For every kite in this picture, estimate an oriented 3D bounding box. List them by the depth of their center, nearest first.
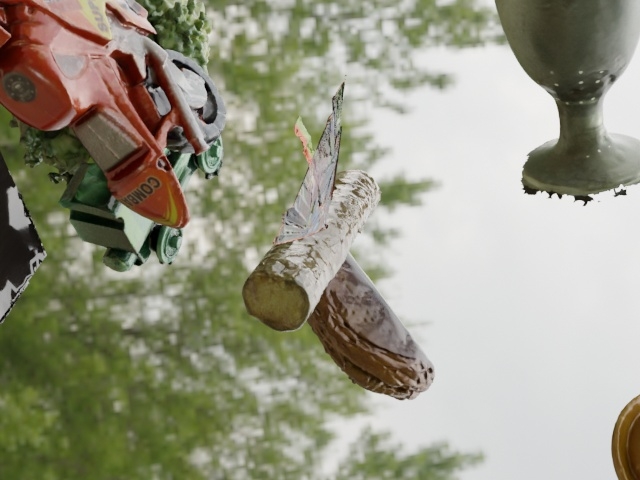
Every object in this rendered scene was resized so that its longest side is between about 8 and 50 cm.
[{"bbox_3d":[-0.007,-0.058,1.260,0.159,0.010,0.190,80,26,-53],"label":"kite"}]

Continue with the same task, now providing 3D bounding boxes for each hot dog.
[{"bbox_3d":[0.042,0.099,1.767,0.227,0.099,0.160,56,-3,15],"label":"hot dog"}]

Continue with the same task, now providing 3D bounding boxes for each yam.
[{"bbox_3d":[0.000,0.000,1.381,0.299,0.066,0.066,-53,146,-63],"label":"yam"}]

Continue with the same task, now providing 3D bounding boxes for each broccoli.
[{"bbox_3d":[-0.244,-0.220,1.610,0.302,0.249,0.375,-165,-121,-72],"label":"broccoli"}]

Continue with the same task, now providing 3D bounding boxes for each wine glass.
[{"bbox_3d":[0.305,-0.238,1.759,0.190,0.190,0.357,-131,-151,-61],"label":"wine glass"}]

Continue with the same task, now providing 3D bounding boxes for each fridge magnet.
[{"bbox_3d":[0.343,0.206,1.394,0.063,0.143,0.143,126,-45,-57],"label":"fridge magnet"}]

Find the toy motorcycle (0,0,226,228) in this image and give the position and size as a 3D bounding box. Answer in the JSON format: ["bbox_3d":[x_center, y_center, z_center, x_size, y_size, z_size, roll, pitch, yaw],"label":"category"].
[{"bbox_3d":[-0.196,-0.143,1.095,0.089,0.298,0.171,-35,-152,33],"label":"toy motorcycle"}]

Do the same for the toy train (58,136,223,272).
[{"bbox_3d":[-0.163,-0.071,1.415,0.132,0.083,0.200,69,37,-54],"label":"toy train"}]

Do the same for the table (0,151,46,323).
[{"bbox_3d":[-0.377,0.018,1.329,0.193,0.169,0.172,-70,145,-57],"label":"table"}]
